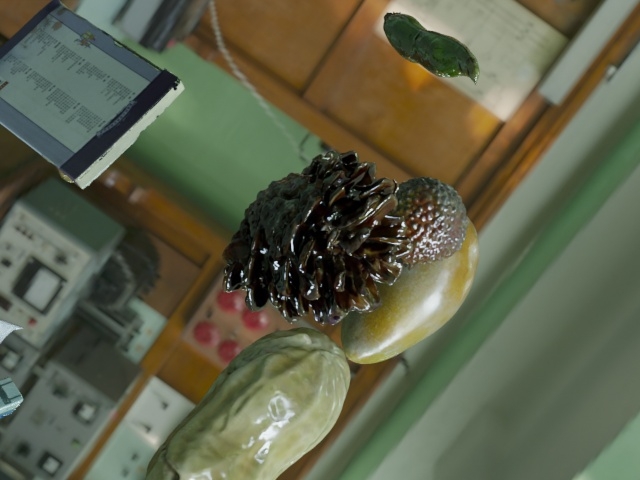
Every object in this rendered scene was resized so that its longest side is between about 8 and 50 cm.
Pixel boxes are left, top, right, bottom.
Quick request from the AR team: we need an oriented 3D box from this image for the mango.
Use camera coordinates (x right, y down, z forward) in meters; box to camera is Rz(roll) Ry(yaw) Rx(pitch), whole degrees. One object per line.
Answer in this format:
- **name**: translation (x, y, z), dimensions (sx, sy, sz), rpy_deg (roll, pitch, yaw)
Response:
- **mango**: translation (0.182, 0.098, 2.336), dimensions (0.221, 0.199, 0.384), rpy_deg (25, -107, 48)

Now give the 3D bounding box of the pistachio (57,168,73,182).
- **pistachio**: translation (-0.435, -0.195, 2.008), dimensions (0.100, 0.189, 0.110), rpy_deg (-24, -160, -27)

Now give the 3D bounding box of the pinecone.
- **pinecone**: translation (0.005, 0.004, 1.781), dimensions (0.296, 0.242, 0.298), rpy_deg (10, -123, 52)

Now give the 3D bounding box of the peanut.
- **peanut**: translation (-0.093, 0.248, 1.478), dimensions (0.340, 0.158, 0.174), rpy_deg (-47, -165, -17)

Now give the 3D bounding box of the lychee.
- **lychee**: translation (0.182, -0.025, 2.046), dimensions (0.165, 0.165, 0.197), rpy_deg (-55, 147, -47)

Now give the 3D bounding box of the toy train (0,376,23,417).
- **toy train**: translation (-0.553, 0.265, 1.721), dimensions (0.051, 0.052, 0.234), rpy_deg (-42, 167, 29)

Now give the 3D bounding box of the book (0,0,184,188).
- **book**: translation (-0.276, -0.166, 1.257), dimensions (0.157, 0.231, 0.026), rpy_deg (-47, 148, -13)

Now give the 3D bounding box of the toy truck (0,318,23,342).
- **toy truck**: translation (-0.629, 0.147, 1.821), dimensions (0.136, 0.286, 0.111), rpy_deg (-10, -111, 61)

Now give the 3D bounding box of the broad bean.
- **broad bean**: translation (0.182, -0.323, 1.926), dimensions (0.061, 0.339, 0.077), rpy_deg (-20, 123, -20)
